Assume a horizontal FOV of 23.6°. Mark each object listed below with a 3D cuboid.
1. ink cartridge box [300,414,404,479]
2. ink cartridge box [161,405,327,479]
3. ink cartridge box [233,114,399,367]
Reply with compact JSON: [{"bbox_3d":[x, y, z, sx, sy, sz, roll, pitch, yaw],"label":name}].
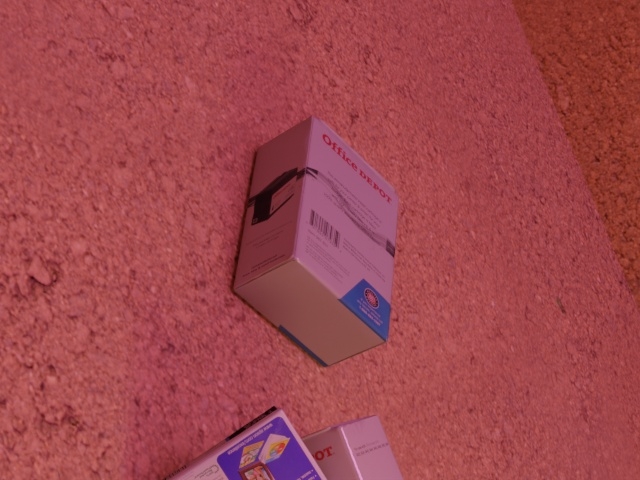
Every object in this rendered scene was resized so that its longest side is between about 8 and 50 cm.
[{"bbox_3d":[0.023,0.389,2.007,0.115,0.198,0.272,-5,72,-59],"label":"ink cartridge box"},{"bbox_3d":[-0.084,0.346,1.898,0.208,0.206,0.045,59,-8,-8],"label":"ink cartridge box"},{"bbox_3d":[0.000,0.000,2.335,0.223,0.129,0.307,42,37,-31],"label":"ink cartridge box"}]
